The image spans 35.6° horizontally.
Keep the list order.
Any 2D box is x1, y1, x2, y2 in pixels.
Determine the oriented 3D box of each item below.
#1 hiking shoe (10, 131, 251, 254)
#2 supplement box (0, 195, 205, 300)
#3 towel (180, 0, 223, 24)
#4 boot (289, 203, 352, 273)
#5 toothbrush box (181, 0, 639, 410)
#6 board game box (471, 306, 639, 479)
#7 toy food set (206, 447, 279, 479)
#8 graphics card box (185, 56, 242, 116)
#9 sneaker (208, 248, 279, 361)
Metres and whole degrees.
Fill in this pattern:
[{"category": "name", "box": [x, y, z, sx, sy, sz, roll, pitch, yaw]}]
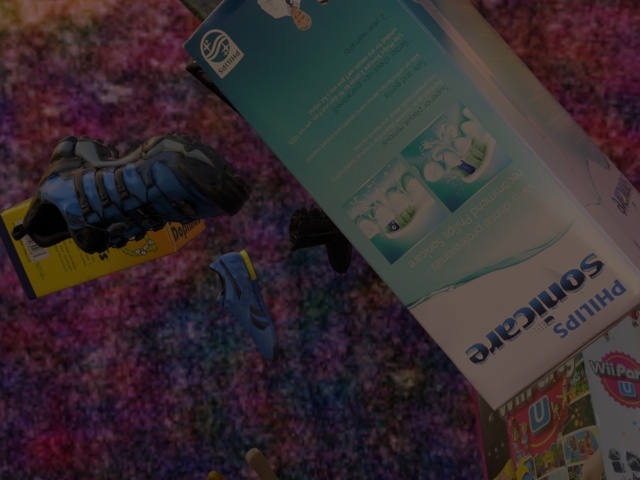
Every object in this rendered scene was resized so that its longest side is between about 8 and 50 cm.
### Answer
[{"category": "hiking shoe", "box": [-0.200, -0.034, 1.070, 0.304, 0.113, 0.132, 3, 57, 42]}, {"category": "supplement box", "box": [-0.456, -0.037, 2.073, 0.356, 0.195, 0.194, -18, 11, 16]}, {"category": "towel", "box": [-0.158, -0.474, 1.348, 0.324, 0.056, 0.312, 41, 74, 10]}, {"category": "boot", "box": [0.000, 0.001, 1.540, 0.099, 0.121, 0.045, -7, 31, -26]}, {"category": "toothbrush box", "box": [0.084, -0.066, 0.667, 0.295, 0.126, 0.216, 48, 22, 3]}, {"category": "board game box", "box": [0.257, 0.205, 1.034, 0.097, 0.224, 0.303, 10, 55, -18]}, {"category": "toy food set", "box": [-0.120, 0.249, 0.842, 0.192, 0.132, 0.038, -40, 57, -18]}, {"category": "graphics card box", "box": [-0.017, -0.266, 1.628, 0.371, 0.233, 0.094, 4, 65, 44]}, {"category": "sneaker", "box": [-0.136, 0.122, 1.748, 0.082, 0.209, 0.069, -22, 9, -17]}]
